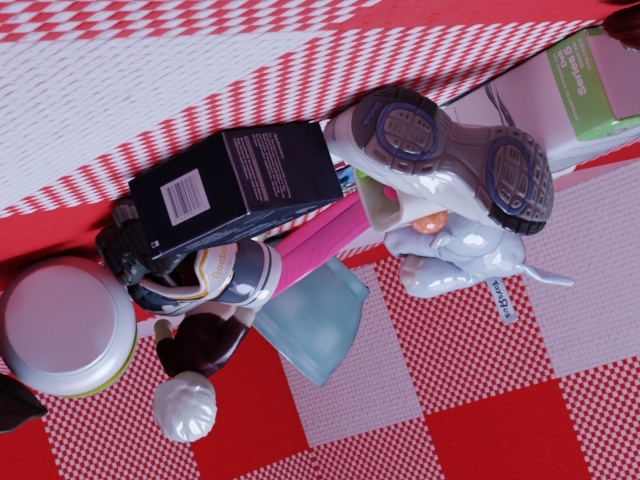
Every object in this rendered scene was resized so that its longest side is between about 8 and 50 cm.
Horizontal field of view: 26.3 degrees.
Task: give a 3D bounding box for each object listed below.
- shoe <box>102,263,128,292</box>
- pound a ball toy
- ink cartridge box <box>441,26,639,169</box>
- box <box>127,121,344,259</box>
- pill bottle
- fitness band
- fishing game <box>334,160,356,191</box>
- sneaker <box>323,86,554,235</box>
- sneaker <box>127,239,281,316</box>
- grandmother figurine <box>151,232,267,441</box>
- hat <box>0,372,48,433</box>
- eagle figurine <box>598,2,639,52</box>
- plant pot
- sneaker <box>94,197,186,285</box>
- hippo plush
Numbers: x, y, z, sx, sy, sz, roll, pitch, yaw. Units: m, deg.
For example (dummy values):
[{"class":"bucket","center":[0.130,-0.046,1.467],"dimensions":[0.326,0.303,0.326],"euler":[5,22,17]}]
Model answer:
[{"class":"shoe","center":[-0.258,0.049,2.135],"dimensions":[0.081,0.063,0.178],"euler":[-16,173,35]},{"class":"pound a ball toy","center":[0.190,-0.094,1.809],"dimensions":[0.319,0.135,0.208],"euler":[-17,175,-22]},{"class":"ink cartridge box","center":[0.297,-0.157,1.617],"dimensions":[0.198,0.114,0.273],"euler":[-14,173,-37]},{"class":"box","center":[-0.090,-0.054,1.457],"dimensions":[0.156,0.093,0.158],"euler":[-23,172,39]},{"class":"pill bottle","center":[-0.346,0.121,1.887],"dimensions":[0.188,0.187,0.334],"euler":[-18,175,-9]},{"class":"fitness band","center":[0.000,0.000,2.107],"dimensions":[0.291,0.054,0.209],"euler":[-39,-172,-29]},{"class":"fishing game","center":[-0.013,-0.062,1.975],"dimensions":[0.189,0.041,0.264],"euler":[-22,175,5]},{"class":"sneaker","center":[0.135,-0.088,1.517],"dimensions":[0.297,0.111,0.129],"euler":[25,167,-28]},{"class":"sneaker","center":[-0.194,0.029,1.840],"dimensions":[0.127,0.126,0.321],"euler":[21,163,-35]},{"class":"grandmother figurine","center":[-0.156,0.124,1.924],"dimensions":[0.104,0.342,0.208],"euler":[31,141,-24]},{"class":"hat","center":[-0.487,0.135,1.675],"dimensions":[0.331,0.133,0.331],"euler":[10,-173,-1]},{"class":"eagle figurine","center":[0.452,-0.219,1.377],"dimensions":[0.298,0.225,0.226],"euler":[28,96,-42]},{"class":"plant pot","center":[-0.033,0.103,2.549],"dimensions":[0.196,0.293,0.293],"euler":[-45,175,-1]},{"class":"sneaker","center":[-0.191,-0.017,1.627],"dimensions":[0.106,0.101,0.267],"euler":[-32,-174,-22]},{"class":"hippo plush","center":[0.204,-0.009,2.123],"dimensions":[0.234,0.294,0.236],"euler":[-34,162,8]}]
